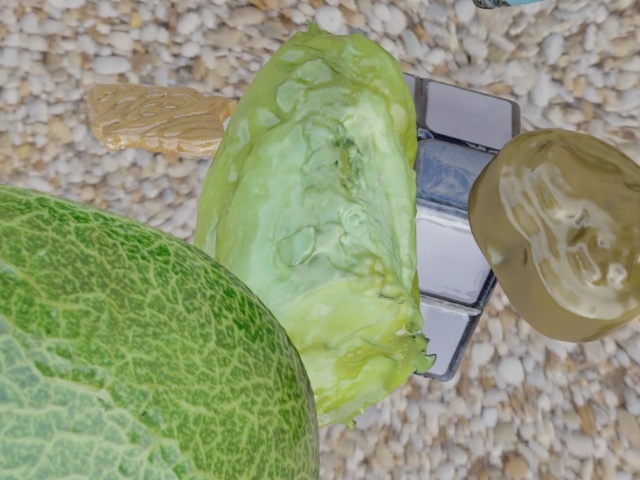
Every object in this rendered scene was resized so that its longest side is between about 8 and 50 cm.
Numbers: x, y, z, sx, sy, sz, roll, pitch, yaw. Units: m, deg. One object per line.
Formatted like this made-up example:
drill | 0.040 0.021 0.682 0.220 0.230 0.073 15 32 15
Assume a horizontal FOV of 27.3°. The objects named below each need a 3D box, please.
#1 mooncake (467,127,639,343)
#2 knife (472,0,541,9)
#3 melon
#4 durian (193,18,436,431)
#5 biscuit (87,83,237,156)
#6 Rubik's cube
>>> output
mooncake | 0.289 -0.013 1.448 0.235 0.117 0.234 10 60 -18
knife | 0.185 -0.153 0.678 0.026 0.297 0.044 44 61 -34
melon | -0.072 0.121 0.463 0.169 0.129 0.265 1 117 -25
durian | 0.000 0.000 1.078 0.204 0.256 0.339 9 69 -17
biscuit | -0.187 -0.142 1.483 0.250 0.162 0.035 22 124 43
Rubik's cube | 0.094 -0.036 1.865 0.313 0.318 0.316 15 130 -4
